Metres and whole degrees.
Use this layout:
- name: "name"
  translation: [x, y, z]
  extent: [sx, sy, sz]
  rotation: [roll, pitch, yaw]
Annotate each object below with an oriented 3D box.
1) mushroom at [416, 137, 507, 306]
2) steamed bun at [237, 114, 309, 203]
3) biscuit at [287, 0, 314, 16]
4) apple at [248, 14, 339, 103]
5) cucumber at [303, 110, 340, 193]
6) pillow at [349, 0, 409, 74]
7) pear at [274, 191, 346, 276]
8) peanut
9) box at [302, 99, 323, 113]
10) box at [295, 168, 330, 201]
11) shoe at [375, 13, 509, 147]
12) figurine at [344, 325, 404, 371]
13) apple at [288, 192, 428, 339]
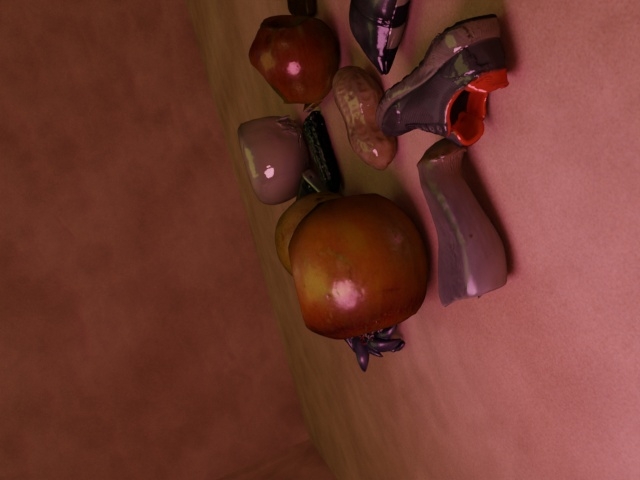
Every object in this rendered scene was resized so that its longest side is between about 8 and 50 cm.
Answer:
- name: "mushroom"
  translation: [0.261, -0.034, 0.988]
  extent: [0.159, 0.122, 0.328]
  rotation: [-16, 89, 36]
- name: "steamed bun"
  translation: [-0.155, -0.294, 1.849]
  extent: [0.334, 0.233, 0.311]
  rotation: [-98, -8, -83]
- name: "biscuit"
  translation: [-0.060, -0.719, 1.477]
  extent: [0.182, 0.034, 0.215]
  rotation: [-156, 49, -69]
- name: "apple"
  translation: [-0.071, -0.488, 1.385]
  extent: [0.246, 0.246, 0.226]
  rotation: [-128, 24, -49]
- name: "cucumber"
  translation: [0.008, -0.281, 1.629]
  extent: [0.077, 0.077, 0.265]
  rotation: [161, 91, -73]
- name: "pillow"
  translation: [0.120, -0.493, 1.026]
  extent: [0.249, 0.106, 0.185]
  rotation: [98, 158, -49]
- name: "pear"
  translation: [0.000, 0.000, 1.556]
  extent: [0.304, 0.304, 0.303]
  rotation: [163, 90, -73]
- name: "peanut"
  translation: [0.114, -0.304, 1.235]
  extent: [0.125, 0.111, 0.274]
  rotation: [-23, 88, 57]
- name: "box"
  translation: [-0.015, -0.451, 1.555]
  extent: [0.156, 0.022, 0.088]
  rotation: [176, 105, -71]
- name: "box"
  translation: [-0.005, -0.108, 1.781]
  extent: [0.211, 0.045, 0.270]
  rotation: [46, 156, 11]
- name: "shoe"
  translation: [0.227, -0.239, 0.918]
  extent: [0.170, 0.133, 0.336]
  rotation: [68, 156, 7]
- name: "figurine"
  translation: [0.150, 0.277, 1.581]
  extent: [0.265, 0.175, 0.196]
  rotation: [-121, 16, -58]
- name: "apple"
  translation: [0.077, 0.062, 1.272]
  extent: [0.384, 0.375, 0.373]
  rotation: [-21, 87, 59]
